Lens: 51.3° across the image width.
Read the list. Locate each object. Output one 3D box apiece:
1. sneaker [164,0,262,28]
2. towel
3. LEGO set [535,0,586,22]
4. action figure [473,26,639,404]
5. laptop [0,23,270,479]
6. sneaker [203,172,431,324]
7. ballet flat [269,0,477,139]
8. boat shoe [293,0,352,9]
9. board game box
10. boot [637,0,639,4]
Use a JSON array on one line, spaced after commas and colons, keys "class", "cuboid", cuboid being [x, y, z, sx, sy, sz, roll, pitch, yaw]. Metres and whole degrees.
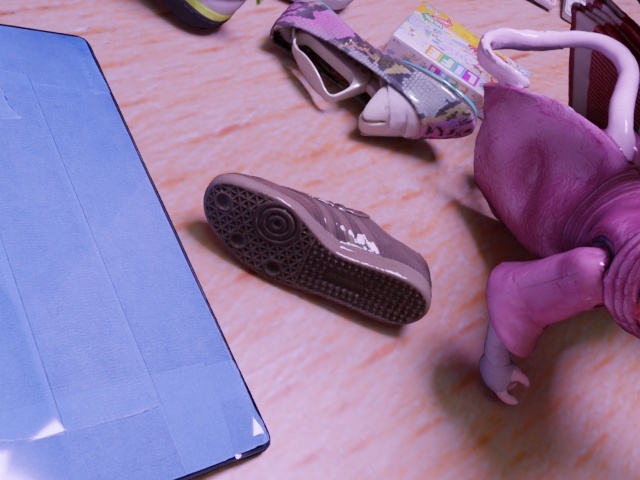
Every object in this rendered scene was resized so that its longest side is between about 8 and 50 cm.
[{"class": "sneaker", "cuboid": [-0.138, -0.302, 0.594, 0.234, 0.097, 0.084, 46, 41, -21]}, {"class": "towel", "cuboid": [0.355, -0.070, 0.656, 0.329, 0.037, 0.237, 60, 8, 23]}, {"class": "LEGO set", "cuboid": [0.337, -0.432, 1.027, 0.183, 0.060, 0.244, 25, 57, -12]}, {"class": "action figure", "cuboid": [0.239, -0.007, 0.469, 0.248, 0.275, 0.370, -1, 19, 7]}, {"class": "laptop", "cuboid": [-0.210, -0.065, 0.291, 0.237, 0.408, 0.381, -24, 67, -14]}, {"class": "sneaker", "cuboid": [0.000, 0.000, 0.515, 0.188, 0.066, 0.071, 31, 31, -10]}, {"class": "ballet flat", "cuboid": [0.042, -0.150, 0.641, 0.221, 0.077, 0.079, 38, 66, 11]}, {"class": "boat shoe", "cuboid": [-0.078, -0.382, 0.687, 0.335, 0.119, 0.121, 40, 60, -8]}, {"class": "board game box", "cuboid": [0.159, -0.203, 0.761, 0.154, 0.026, 0.103, 34, 48, 1]}, {"class": "boot", "cuboid": [0.282, -0.184, 0.506, 0.264, 0.096, 0.280, 13, 45, -30]}]
